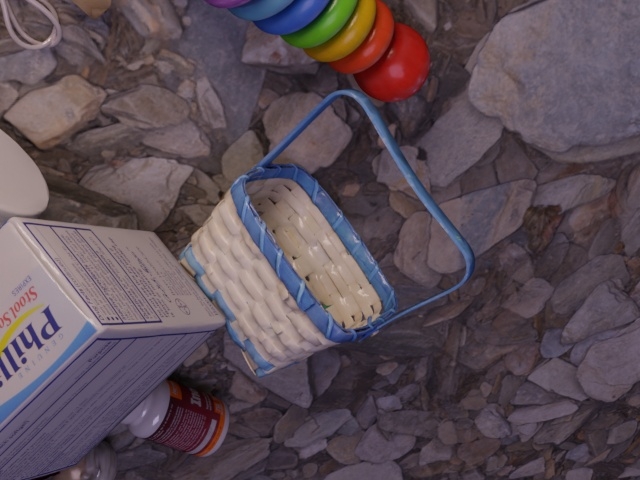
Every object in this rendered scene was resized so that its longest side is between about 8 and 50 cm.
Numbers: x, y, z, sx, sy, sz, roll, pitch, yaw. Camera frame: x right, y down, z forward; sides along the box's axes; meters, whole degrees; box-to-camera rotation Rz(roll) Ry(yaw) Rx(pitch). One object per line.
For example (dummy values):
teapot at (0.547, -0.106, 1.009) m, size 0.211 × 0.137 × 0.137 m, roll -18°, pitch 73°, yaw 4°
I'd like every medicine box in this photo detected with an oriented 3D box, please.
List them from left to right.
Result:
medicine box at (-0.285, 0.121, 1.088) m, size 0.263 × 0.149 × 0.289 m, roll -43°, pitch 165°, yaw 11°

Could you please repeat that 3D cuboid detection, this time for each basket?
basket at (0.000, 0.000, 1.194) m, size 0.289 × 0.254 × 0.201 m, roll -34°, pitch 175°, yaw 30°

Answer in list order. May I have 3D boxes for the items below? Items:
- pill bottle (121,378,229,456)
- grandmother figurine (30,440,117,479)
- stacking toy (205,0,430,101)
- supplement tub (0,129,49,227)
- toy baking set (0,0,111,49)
pill bottle at (-0.205, 0.233, 1.402) m, size 0.152 × 0.086 × 0.086 m, roll 27°, pitch 113°, yaw -35°
grandmother figurine at (-0.410, 0.267, 1.352) m, size 0.208 × 0.104 × 0.342 m, roll -26°, pitch 140°, yaw 38°
stacking toy at (-0.003, -0.244, 1.092) m, size 0.141 × 0.141 × 0.330 m, roll -44°, pitch 134°, yaw 15°
supplement tub at (-0.429, 0.007, 1.073) m, size 0.191 × 0.191 × 0.272 m, roll 32°, pitch 110°, yaw -36°
toy baking set at (-0.345, -0.259, 1.011) m, size 0.256 × 0.030 × 0.196 m, roll -16°, pitch 133°, yaw -8°
